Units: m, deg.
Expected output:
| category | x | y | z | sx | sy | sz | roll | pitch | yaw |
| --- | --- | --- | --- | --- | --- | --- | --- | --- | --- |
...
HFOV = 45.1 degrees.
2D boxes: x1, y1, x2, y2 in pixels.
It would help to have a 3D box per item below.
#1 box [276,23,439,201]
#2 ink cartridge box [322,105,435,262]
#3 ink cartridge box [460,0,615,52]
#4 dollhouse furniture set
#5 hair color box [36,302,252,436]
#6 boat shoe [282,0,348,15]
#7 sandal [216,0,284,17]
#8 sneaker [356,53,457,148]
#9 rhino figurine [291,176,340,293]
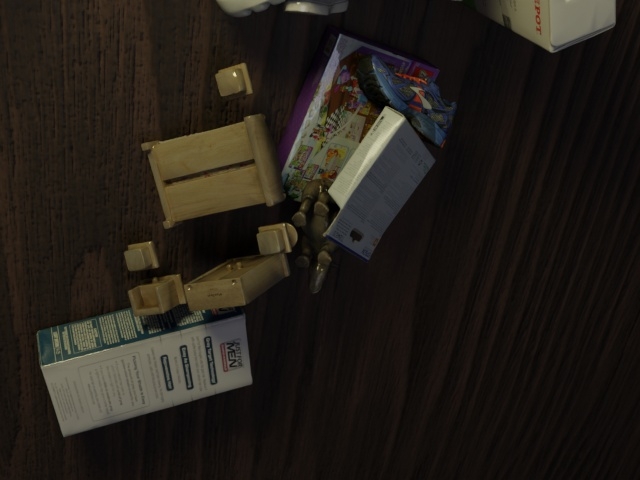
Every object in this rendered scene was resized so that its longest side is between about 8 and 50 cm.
| category | x | y | z | sx | sy | sz | roll | pitch | yaw |
| --- | --- | --- | --- | --- | --- | --- | --- | --- | --- |
| box | 0.049 | -0.192 | 1.304 | 0.201 | 0.057 | 0.293 | 12 | 115 | -29 |
| ink cartridge box | 0.090 | -0.085 | 1.278 | 0.224 | 0.045 | 0.223 | -56 | 156 | 1 |
| ink cartridge box | 0.304 | -0.422 | 1.130 | 0.115 | 0.273 | 0.198 | -23 | 128 | -9 |
| dollhouse furniture set | -0.186 | -0.080 | 1.264 | 0.303 | 0.174 | 0.355 | -9 | 99 | 22 |
| hair color box | -0.306 | 0.210 | 1.376 | 0.347 | 0.105 | 0.173 | -13 | 126 | -16 |
| boat shoe | -0.002 | -0.361 | 1.115 | 0.184 | 0.066 | 0.063 | -35 | 131 | -57 |
| sandal | 0.013 | -0.421 | 0.994 | 0.416 | 0.169 | 0.102 | -25 | 133 | 25 |
| sneaker | 0.140 | -0.237 | 1.239 | 0.221 | 0.083 | 0.087 | 32 | 90 | -42 |
| rhino figurine | 0.000 | 0.000 | 1.316 | 0.073 | 0.106 | 0.243 | 9 | 131 | 11 |
